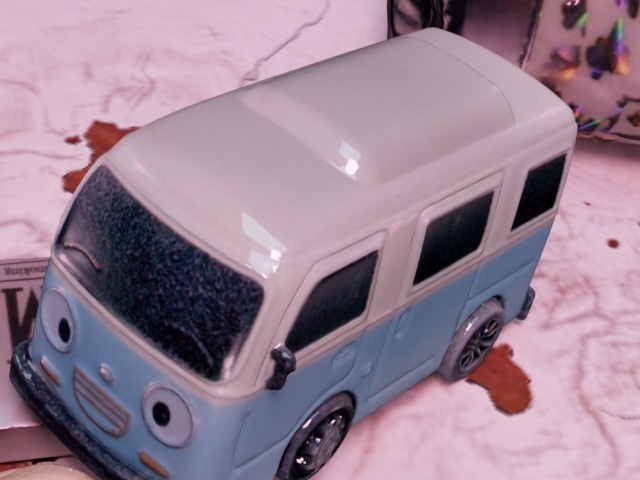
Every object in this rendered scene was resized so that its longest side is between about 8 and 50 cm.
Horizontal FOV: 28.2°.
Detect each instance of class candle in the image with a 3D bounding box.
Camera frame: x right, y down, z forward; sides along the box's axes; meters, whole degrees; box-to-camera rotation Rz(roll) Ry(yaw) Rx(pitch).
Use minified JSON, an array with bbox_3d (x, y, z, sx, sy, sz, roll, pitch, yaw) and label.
[{"bbox_3d":[0.212,-0.145,0.807,0.330,0.187,0.187,8,43,-4],"label":"candle"}]

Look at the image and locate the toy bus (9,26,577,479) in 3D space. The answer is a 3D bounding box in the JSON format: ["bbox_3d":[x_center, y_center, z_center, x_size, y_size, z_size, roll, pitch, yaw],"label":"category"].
[{"bbox_3d":[0.000,0.000,0.602,0.133,0.165,0.271,36,39,25],"label":"toy bus"}]

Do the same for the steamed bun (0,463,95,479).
[{"bbox_3d":[-0.109,0.156,0.486,0.112,0.091,0.130,-28,53,-31],"label":"steamed bun"}]

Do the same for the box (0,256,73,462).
[{"bbox_3d":[-0.204,0.059,0.613,0.177,0.036,0.115,-4,45,-15],"label":"box"}]
